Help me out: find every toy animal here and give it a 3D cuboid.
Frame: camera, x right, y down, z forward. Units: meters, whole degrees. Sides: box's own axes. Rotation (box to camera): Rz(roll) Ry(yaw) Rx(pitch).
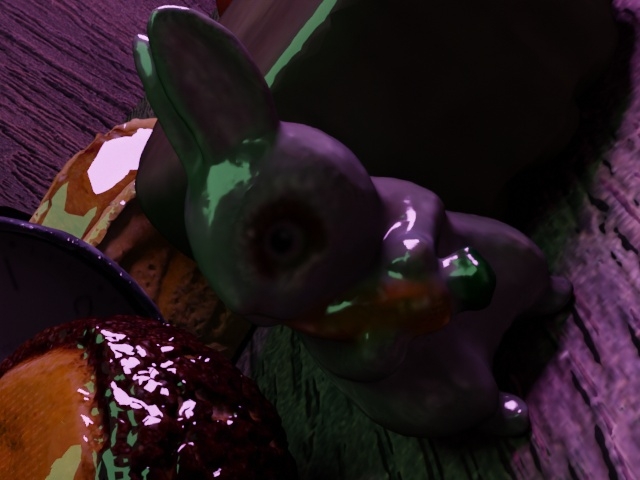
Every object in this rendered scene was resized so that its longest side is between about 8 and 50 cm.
[{"bbox_3d":[-0.002,0.003,0.457,0.127,0.251,0.125,-42,25,26],"label":"toy animal"}]

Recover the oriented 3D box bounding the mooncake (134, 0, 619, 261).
[{"bbox_3d":[0.033,-0.115,0.676,0.356,0.194,0.356,-48,19,23],"label":"mooncake"}]

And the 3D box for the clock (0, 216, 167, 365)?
[{"bbox_3d":[-0.237,0.141,0.647,0.067,0.325,0.325,-5,49,54],"label":"clock"}]

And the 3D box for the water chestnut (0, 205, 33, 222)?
[{"bbox_3d":[-0.372,0.096,1.030,0.347,0.335,0.335,99,-171,-50],"label":"water chestnut"}]

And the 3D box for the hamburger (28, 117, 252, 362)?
[{"bbox_3d":[-0.151,0.019,0.833,0.132,0.211,0.308,-3,50,59],"label":"hamburger"}]

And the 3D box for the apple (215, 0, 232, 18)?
[{"bbox_3d":[0.006,-0.252,0.944,0.230,0.230,0.230,-44,21,22],"label":"apple"}]

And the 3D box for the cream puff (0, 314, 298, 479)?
[{"bbox_3d":[-0.119,0.161,0.543,0.239,0.165,0.239,-28,45,32],"label":"cream puff"}]
